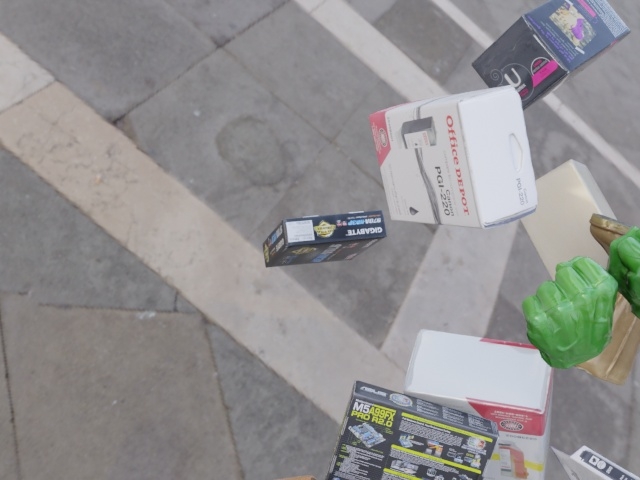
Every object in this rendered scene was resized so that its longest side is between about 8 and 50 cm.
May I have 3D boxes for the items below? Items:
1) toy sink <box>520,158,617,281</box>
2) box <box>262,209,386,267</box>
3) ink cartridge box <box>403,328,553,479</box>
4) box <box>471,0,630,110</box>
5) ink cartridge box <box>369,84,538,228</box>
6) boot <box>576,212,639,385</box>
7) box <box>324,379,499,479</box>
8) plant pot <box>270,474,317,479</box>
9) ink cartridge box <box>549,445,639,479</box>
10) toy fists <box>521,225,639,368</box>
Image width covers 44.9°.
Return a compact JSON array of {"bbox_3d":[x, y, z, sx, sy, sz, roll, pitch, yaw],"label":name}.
[{"bbox_3d":[0.531,-0.026,1.620,0.131,0.152,0.234,4,57,-56],"label":"toy sink"},{"bbox_3d":[0.000,0.000,1.371,0.175,0.220,0.051,-5,80,-15],"label":"box"},{"bbox_3d":[0.347,0.380,1.657,0.279,0.385,0.160,5,50,20],"label":"ink cartridge box"},{"bbox_3d":[0.458,-0.382,1.533,0.270,0.165,0.143,-34,85,-36],"label":"box"},{"bbox_3d":[0.165,-0.104,0.997,0.092,0.218,0.159,-18,102,-25],"label":"ink cartridge box"},{"bbox_3d":[0.516,0.110,1.367,0.236,0.270,0.089,21,8,-25],"label":"boot"},{"bbox_3d":[0.160,0.395,1.404,0.269,0.216,0.060,16,14,2],"label":"box"},{"bbox_3d":[-0.072,0.530,1.315,0.291,0.203,0.291,-23,90,-89],"label":"plant pot"},{"bbox_3d":[0.567,0.484,1.500,0.045,0.208,0.206,-46,127,-14],"label":"ink cartridge box"},{"bbox_3d":[0.406,0.064,1.064,0.142,0.279,0.096,66,-2,-48],"label":"toy fists"}]
